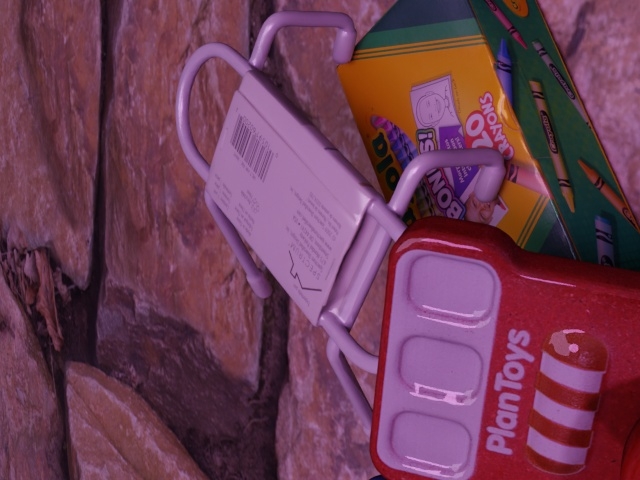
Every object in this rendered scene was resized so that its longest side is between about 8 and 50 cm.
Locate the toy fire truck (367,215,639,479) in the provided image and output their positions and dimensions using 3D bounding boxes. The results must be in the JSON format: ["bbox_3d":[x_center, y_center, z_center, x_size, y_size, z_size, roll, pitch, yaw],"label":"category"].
[{"bbox_3d":[0.150,0.144,0.631,0.253,0.169,0.302,12,117,15],"label":"toy fire truck"}]

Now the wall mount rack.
[{"bbox_3d":[0.000,0.000,0.820,0.350,0.130,0.304,50,131,37],"label":"wall mount rack"}]

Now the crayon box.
[{"bbox_3d":[0.127,-0.062,0.798,0.165,0.081,0.279,-40,65,50],"label":"crayon box"}]
